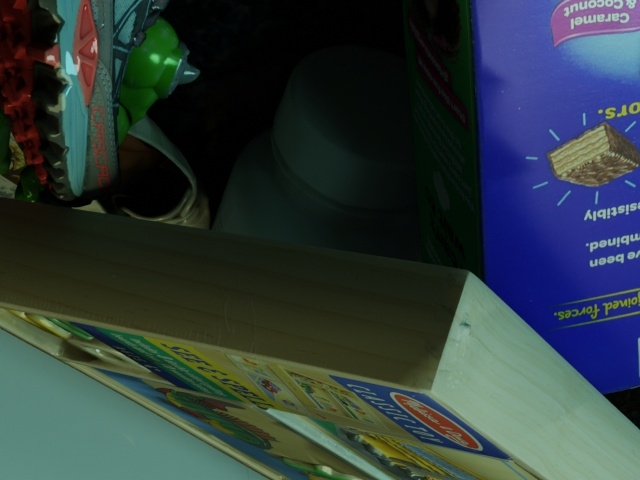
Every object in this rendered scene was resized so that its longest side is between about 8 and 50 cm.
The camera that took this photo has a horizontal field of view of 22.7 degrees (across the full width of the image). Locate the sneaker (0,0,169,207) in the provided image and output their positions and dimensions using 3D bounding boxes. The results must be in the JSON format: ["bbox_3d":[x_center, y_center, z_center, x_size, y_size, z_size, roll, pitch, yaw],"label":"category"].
[{"bbox_3d":[-0.074,-0.137,0.675,0.125,0.104,0.261,-5,115,-25],"label":"sneaker"}]

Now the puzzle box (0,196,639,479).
[{"bbox_3d":[0.035,0.096,0.804,0.272,0.052,0.409,8,161,34],"label":"puzzle box"}]

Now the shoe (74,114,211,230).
[{"bbox_3d":[-0.118,-0.036,0.933,0.076,0.058,0.219,-36,144,-1],"label":"shoe"}]

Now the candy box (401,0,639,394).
[{"bbox_3d":[0.185,-0.084,0.796,0.268,0.122,0.317,-13,127,-8],"label":"candy box"}]

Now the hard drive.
[{"bbox_3d":[-0.149,0.098,0.997,0.040,0.203,0.307,-29,149,31],"label":"hard drive"}]

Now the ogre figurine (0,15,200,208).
[{"bbox_3d":[-0.139,-0.109,0.777,0.118,0.197,0.097,-26,-172,5],"label":"ogre figurine"}]

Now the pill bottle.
[{"bbox_3d":[0.000,0.000,0.967,0.131,0.131,0.229,2,137,-20],"label":"pill bottle"}]

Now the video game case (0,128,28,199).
[{"bbox_3d":[-0.230,-0.040,0.951,0.166,0.015,0.119,-21,147,16],"label":"video game case"}]
